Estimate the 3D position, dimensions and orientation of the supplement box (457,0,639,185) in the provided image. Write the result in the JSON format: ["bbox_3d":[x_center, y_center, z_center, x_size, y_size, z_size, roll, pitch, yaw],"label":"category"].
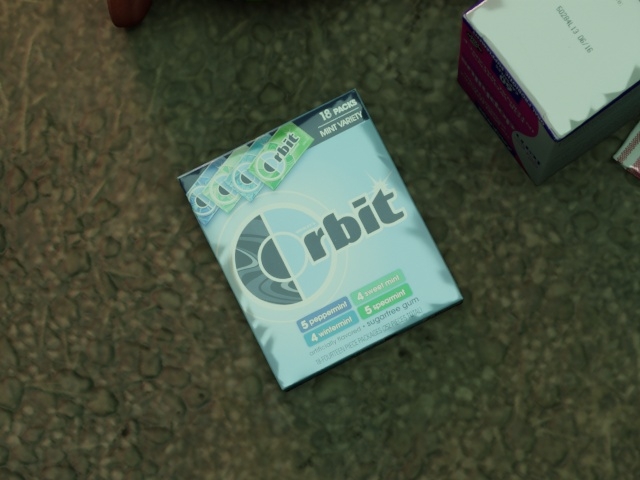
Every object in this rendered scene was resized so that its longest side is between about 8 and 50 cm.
[{"bbox_3d":[0.176,-0.128,1.327,0.114,0.220,0.111,-36,82,0],"label":"supplement box"}]

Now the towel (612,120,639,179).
[{"bbox_3d":[0.345,-0.056,1.406,0.197,0.029,0.144,40,86,6],"label":"towel"}]

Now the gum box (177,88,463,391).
[{"bbox_3d":[0.000,0.000,1.411,0.157,0.041,0.184,-26,82,0],"label":"gum box"}]

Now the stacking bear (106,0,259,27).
[{"bbox_3d":[-0.016,-0.256,1.389,0.289,0.164,0.175,1,84,-1],"label":"stacking bear"}]
